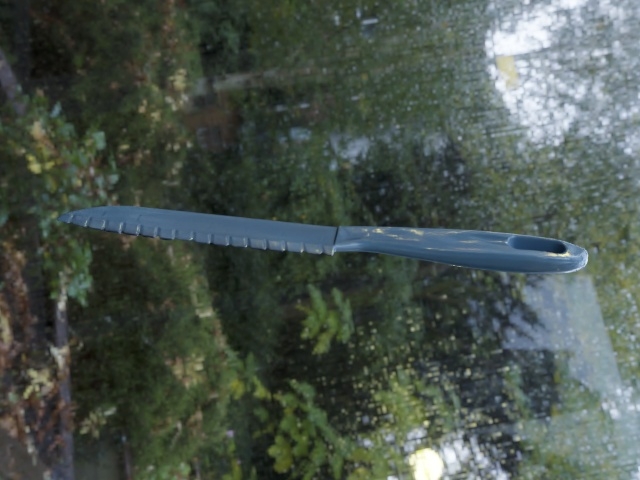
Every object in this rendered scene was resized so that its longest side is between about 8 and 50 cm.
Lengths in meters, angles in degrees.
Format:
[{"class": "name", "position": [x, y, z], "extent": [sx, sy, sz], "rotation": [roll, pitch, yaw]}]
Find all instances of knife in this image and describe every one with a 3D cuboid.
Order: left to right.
[{"class": "knife", "position": [0.000, 0.000, 0.509], "extent": [0.044, 0.312, 0.019], "rotation": [-75, 169, -65]}]
